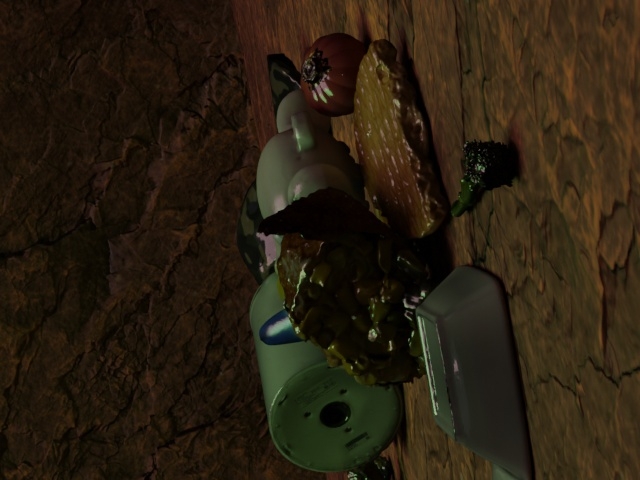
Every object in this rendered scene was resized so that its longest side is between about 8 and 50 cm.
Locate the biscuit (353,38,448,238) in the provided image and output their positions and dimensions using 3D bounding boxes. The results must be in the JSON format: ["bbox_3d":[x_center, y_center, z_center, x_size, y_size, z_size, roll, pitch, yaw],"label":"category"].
[{"bbox_3d":[0.082,-0.096,1.315,0.144,0.033,0.224,122,136,-59],"label":"biscuit"}]

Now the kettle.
[{"bbox_3d":[0.023,0.202,1.902,0.205,0.265,0.318,-64,21,19],"label":"kettle"}]

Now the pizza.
[{"bbox_3d":[0.091,-0.040,1.423,0.178,0.041,0.131,-115,13,-66],"label":"pizza"}]

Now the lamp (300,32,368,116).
[{"bbox_3d":[0.020,-0.211,1.523,0.107,0.092,0.108,-7,81,51],"label":"lamp"}]

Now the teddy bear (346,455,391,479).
[{"bbox_3d":[0.081,0.457,1.996,0.129,0.182,0.251,36,176,15],"label":"teddy bear"}]

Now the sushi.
[{"bbox_3d":[0.044,0.063,1.323,0.179,0.166,0.296,-117,7,-57],"label":"sushi"}]

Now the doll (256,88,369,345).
[{"bbox_3d":[0.009,0.000,1.585,0.376,0.187,0.366,-60,-33,-61],"label":"doll"}]

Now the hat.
[{"bbox_3d":[-0.079,-0.119,2.125,0.382,0.257,0.366,61,178,-21],"label":"hat"}]

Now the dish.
[{"bbox_3d":[0.145,0.147,1.159,0.154,0.064,0.234,-154,53,-81],"label":"dish"}]

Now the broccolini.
[{"bbox_3d":[0.132,-0.051,1.064,0.218,0.042,0.044,116,143,-82],"label":"broccolini"}]
